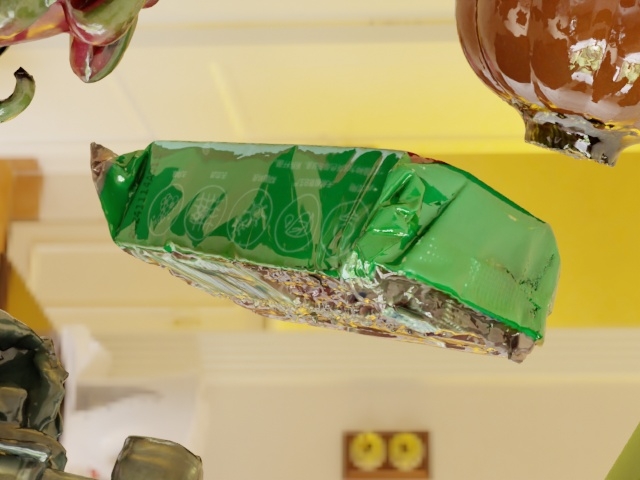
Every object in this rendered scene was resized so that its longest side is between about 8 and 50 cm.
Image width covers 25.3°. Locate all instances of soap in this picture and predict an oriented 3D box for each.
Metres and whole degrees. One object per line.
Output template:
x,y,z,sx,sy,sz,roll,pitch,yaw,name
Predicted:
-0.001,0.002,0.942,0.218,0.273,0.098,25,76,-42,soap

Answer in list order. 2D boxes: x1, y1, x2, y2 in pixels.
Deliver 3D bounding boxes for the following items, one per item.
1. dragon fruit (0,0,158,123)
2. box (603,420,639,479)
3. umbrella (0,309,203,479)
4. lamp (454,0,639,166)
-0.173,-0.187,0.831,0.218,0.198,0.273,51,-42,14,dragon fruit
0.260,0.222,0.839,0.187,0.047,0.335,-59,-157,6,box
-0.215,0.058,0.554,0.094,0.349,0.143,99,6,-48,umbrella
0.202,-0.153,1.001,0.223,0.223,0.196,-52,157,-83,lamp
